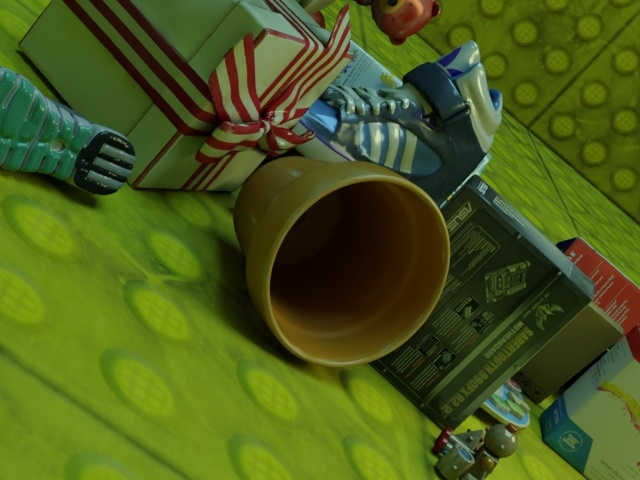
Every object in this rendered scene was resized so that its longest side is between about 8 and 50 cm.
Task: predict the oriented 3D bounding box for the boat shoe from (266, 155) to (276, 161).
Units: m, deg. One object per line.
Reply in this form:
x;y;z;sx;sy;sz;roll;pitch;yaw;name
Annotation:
-0.079;-0.138;1.610;0.083;0.065;0.183;41;17;-9;boat shoe

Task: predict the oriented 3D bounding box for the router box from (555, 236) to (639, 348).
0.458;0.126;1.852;0.301;0.082;0.335;42;3;5;router box

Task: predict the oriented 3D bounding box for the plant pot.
0.000;0.000;1.285;0.205;0.205;0.188;31;5;-33;plant pot

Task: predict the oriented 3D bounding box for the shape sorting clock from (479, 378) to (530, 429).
0.193;0.154;1.557;0.206;0.040;0.206;38;19;-15;shape sorting clock

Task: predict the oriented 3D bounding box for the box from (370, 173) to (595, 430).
0.155;0.071;1.352;0.183;0.231;0.056;42;21;-1;box

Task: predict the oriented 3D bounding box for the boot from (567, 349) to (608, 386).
0.387;0.188;1.801;0.207;0.094;0.246;47;11;25;boot

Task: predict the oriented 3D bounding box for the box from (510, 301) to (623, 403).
0.273;0.105;1.638;0.201;0.164;0.021;41;30;-6;box

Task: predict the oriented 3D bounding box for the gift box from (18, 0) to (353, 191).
-0.128;-0.210;1.351;0.258;0.276;0.255;49;24;15;gift box

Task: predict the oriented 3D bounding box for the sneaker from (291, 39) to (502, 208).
0.092;-0.181;1.578;0.323;0.236;0.130;29;10;-34;sneaker

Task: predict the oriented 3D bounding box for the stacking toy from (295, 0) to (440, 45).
0.011;-0.300;1.832;0.130;0.309;0.279;55;29;7;stacking toy

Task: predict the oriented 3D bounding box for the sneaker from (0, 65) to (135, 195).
-0.279;-0.107;1.133;0.098;0.083;0.224;31;0;44;sneaker

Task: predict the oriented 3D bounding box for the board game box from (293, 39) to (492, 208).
0.078;-0.143;1.759;0.275;0.144;0.142;38;-12;-16;board game box

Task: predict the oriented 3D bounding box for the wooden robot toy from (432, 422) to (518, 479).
0.170;0.217;1.297;0.076;0.079;0.173;43;17;2;wooden robot toy

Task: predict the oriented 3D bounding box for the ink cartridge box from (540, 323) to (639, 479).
0.412;0.207;1.587;0.134;0.231;0.078;40;18;-7;ink cartridge box
